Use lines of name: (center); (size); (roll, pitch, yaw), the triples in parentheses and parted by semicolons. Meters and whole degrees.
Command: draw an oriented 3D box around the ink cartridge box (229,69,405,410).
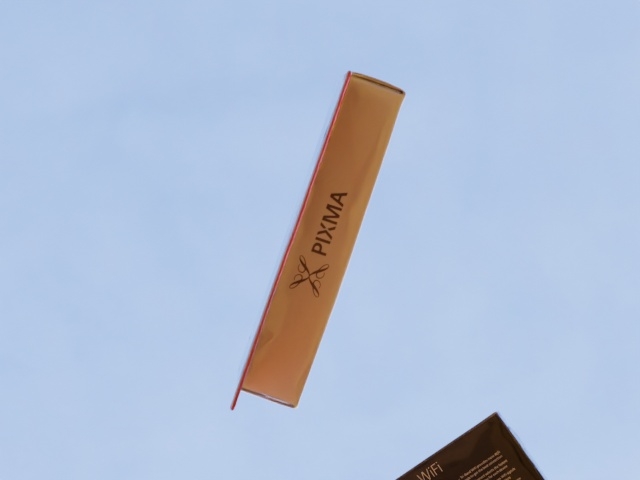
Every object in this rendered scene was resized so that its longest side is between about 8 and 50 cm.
ink cartridge box: (0.000, 0.000, 1.316); (0.060, 0.239, 0.275); (19, -86, -3)

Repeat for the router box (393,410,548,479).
router box: (0.091, 0.326, 1.366); (0.309, 0.081, 0.243); (-34, -98, 3)
